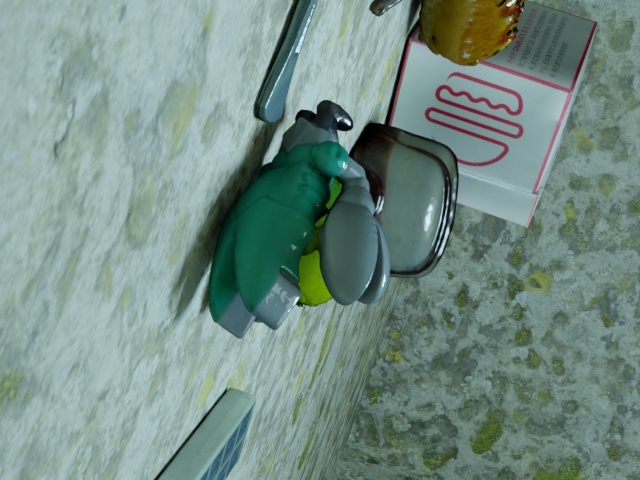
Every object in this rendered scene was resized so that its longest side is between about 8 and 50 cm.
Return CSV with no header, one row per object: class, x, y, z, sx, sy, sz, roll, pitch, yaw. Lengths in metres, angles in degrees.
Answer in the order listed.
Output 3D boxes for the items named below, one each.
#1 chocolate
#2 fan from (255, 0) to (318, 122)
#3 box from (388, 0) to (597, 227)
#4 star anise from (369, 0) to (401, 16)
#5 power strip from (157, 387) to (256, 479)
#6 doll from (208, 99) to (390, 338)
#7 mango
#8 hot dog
chocolate,0.127,-0.045,1.741,0.283,0.186,0.284,21,90,-81
fan,-0.005,-0.246,1.008,0.282,0.023,0.057,-71,163,5
box,0.310,-0.263,1.966,0.314,0.312,0.300,-58,165,-49
star anise,0.107,-0.367,1.208,0.209,0.089,0.231,-18,117,-69
power strip,-0.156,0.290,1.219,0.367,0.043,0.106,-49,157,-67
doll,-0.010,-0.011,1.046,0.258,0.153,0.195,-56,-154,-8
mango,0.001,0.000,1.358,0.119,0.100,0.178,86,18,-64
hot dog,0.283,-0.514,1.664,0.365,0.196,0.367,84,25,-64
